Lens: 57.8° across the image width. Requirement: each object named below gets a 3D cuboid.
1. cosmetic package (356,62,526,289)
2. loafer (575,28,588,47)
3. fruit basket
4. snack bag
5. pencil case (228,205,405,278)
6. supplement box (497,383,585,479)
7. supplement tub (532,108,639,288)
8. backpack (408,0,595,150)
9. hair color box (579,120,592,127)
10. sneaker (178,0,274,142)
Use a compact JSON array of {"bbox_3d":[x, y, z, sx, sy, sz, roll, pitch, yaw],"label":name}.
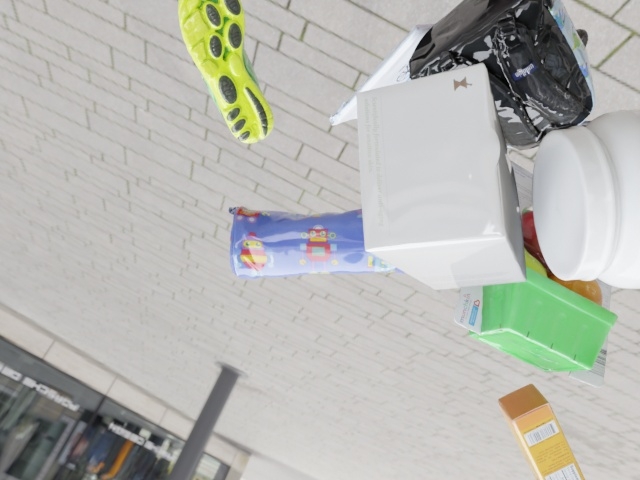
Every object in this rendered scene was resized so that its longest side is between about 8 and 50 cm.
[{"bbox_3d":[0.179,-0.053,0.768,0.155,0.197,0.365,-7,165,22],"label":"cosmetic package"},{"bbox_3d":[0.582,-0.417,1.437,0.078,0.220,0.080,11,-163,-8],"label":"loafer"},{"bbox_3d":[0.405,0.051,1.070,0.327,0.353,0.165,25,150,-16],"label":"fruit basket"},{"bbox_3d":[0.220,-0.376,1.303,0.323,0.342,0.037,-40,76,46],"label":"snack bag"},{"bbox_3d":[0.000,0.000,0.958,0.306,0.119,0.133,-1,-171,2],"label":"pencil case"},{"bbox_3d":[0.412,0.384,1.060,0.233,0.080,0.078,63,-178,-15],"label":"supplement box"},{"bbox_3d":[0.470,-0.060,0.753,0.325,0.235,0.235,-5,149,3],"label":"supplement tub"},{"bbox_3d":[0.384,-0.332,1.134,0.355,0.273,0.290,38,129,-26],"label":"backpack"},{"bbox_3d":[0.701,-0.187,1.342,0.347,0.174,0.105,9,151,45],"label":"hair color box"},{"bbox_3d":[-0.170,-0.309,0.994,0.123,0.109,0.295,49,158,56],"label":"sneaker"}]
